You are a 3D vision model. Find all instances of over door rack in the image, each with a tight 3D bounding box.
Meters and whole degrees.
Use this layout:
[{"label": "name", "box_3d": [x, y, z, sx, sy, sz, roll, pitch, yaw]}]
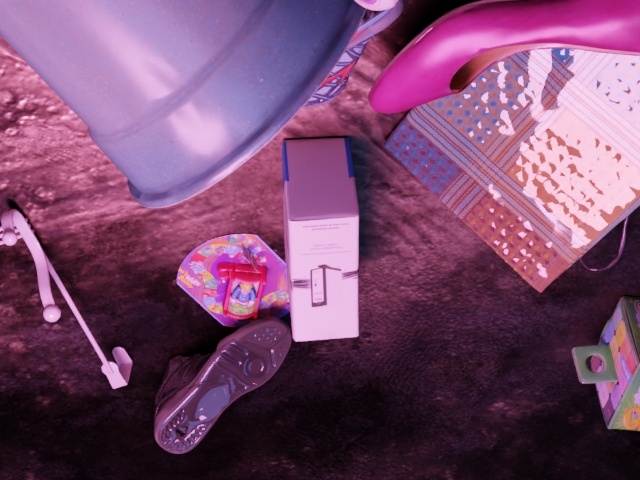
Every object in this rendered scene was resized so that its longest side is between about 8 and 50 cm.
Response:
[{"label": "over door rack", "box_3d": [-0.414, 0.124, 2.007, 0.239, 0.108, 0.324, -18, 132, 13]}]

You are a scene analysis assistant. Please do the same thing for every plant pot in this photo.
[{"label": "plant pot", "box_3d": [-0.183, -0.264, 1.531, 0.341, 0.341, 0.334, -35, 118, 26]}]

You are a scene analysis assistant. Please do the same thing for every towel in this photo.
[{"label": "towel", "box_3d": [0.272, -0.142, 1.772, 0.271, 0.040, 0.370, 44, 125, 4]}]

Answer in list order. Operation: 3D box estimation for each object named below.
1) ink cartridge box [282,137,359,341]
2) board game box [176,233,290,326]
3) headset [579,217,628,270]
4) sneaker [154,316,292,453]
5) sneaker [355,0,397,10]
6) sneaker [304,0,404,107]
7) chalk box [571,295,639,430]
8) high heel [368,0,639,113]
[{"label": "ink cartridge box", "box_3d": [0.000, 0.000, 1.891, 0.086, 0.148, 0.203, -4, 134, -3]}, {"label": "board game box", "box_3d": [-0.102, 0.065, 2.022, 0.133, 0.033, 0.168, -28, 128, 21]}, {"label": "headset", "box_3d": [0.443, -0.099, 1.857, 0.394, 0.185, 0.243, -32, 139, 8]}, {"label": "sneaker", "box_3d": [-0.138, 0.168, 2.080, 0.087, 0.130, 0.227, 39, 101, -26]}, {"label": "sneaker", "box_3d": [0.082, -0.365, 1.481, 0.152, 0.305, 0.114, 5, 173, -36]}, {"label": "sneaker", "box_3d": [-0.006, -0.214, 1.747, 0.262, 0.104, 0.125, -28, 146, 26]}, {"label": "chalk box", "box_3d": [0.443, 0.166, 2.086, 0.213, 0.132, 0.132, 7, 132, -11]}, {"label": "high heel", "box_3d": [0.226, -0.187, 1.666, 0.377, 0.127, 0.181, -32, 84, 32]}]
